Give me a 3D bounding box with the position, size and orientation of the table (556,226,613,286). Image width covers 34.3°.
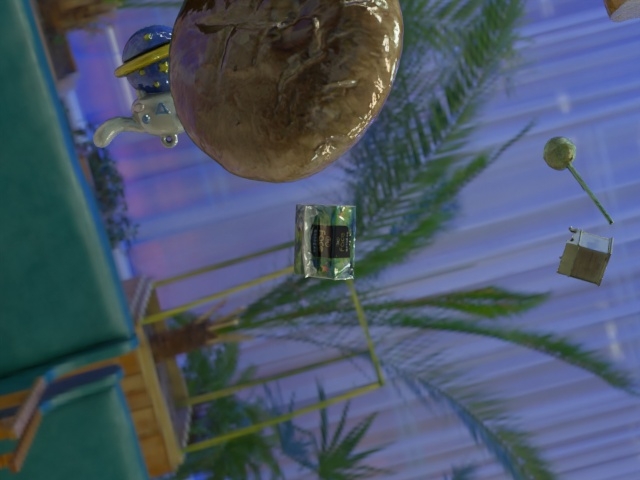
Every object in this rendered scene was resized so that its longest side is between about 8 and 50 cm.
[{"bbox_3d":[0.488,0.028,1.914,0.062,0.083,0.079,-59,162,-55],"label":"table"}]

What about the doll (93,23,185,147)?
[{"bbox_3d":[-0.360,-0.320,2.201,0.242,0.311,0.159,63,3,-20],"label":"doll"}]

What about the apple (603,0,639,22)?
[{"bbox_3d":[0.537,-0.445,1.487,0.252,0.309,0.314,-116,-161,-50],"label":"apple"}]

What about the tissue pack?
[{"bbox_3d":[-0.001,0.001,1.555,0.079,0.085,0.111,-1,95,-50],"label":"tissue pack"}]

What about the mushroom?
[{"bbox_3d":[-0.042,-0.194,1.065,0.146,0.278,0.278,25,44,-54],"label":"mushroom"}]

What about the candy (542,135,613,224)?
[{"bbox_3d":[0.427,-0.096,1.700,0.061,0.061,0.202,75,-9,-51],"label":"candy"}]
